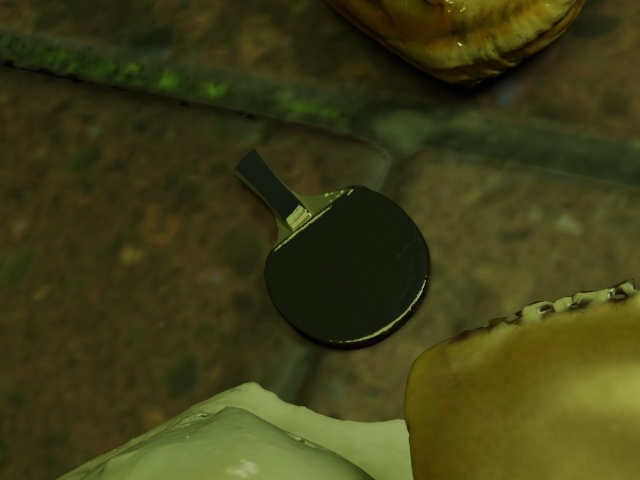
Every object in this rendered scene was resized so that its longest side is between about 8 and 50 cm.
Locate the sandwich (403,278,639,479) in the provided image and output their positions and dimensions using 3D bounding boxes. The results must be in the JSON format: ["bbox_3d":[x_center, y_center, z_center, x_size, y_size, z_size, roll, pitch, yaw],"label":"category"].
[{"bbox_3d":[0.141,0.098,0.356,0.220,0.108,0.186,-13,57,10],"label":"sandwich"}]

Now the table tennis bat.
[{"bbox_3d":[0.000,0.000,0.529,0.050,0.007,0.083,-41,57,-5],"label":"table tennis bat"}]

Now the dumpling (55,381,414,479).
[{"bbox_3d":[-0.037,0.109,0.419,0.136,0.118,0.199,15,46,26],"label":"dumpling"}]

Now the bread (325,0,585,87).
[{"bbox_3d":[0.041,-0.100,0.550,0.083,0.044,0.110,-41,52,-7],"label":"bread"}]
